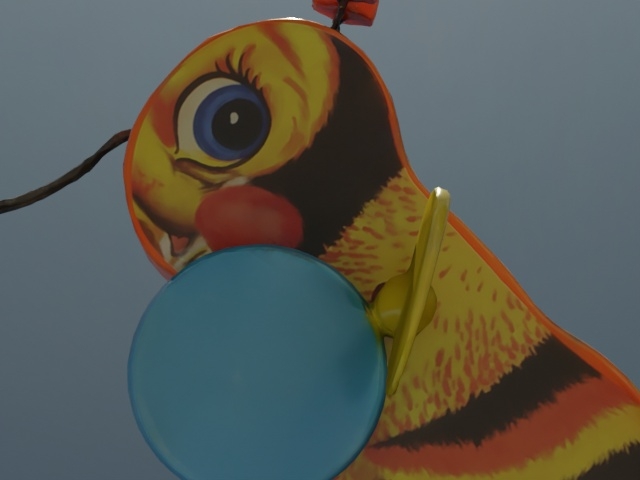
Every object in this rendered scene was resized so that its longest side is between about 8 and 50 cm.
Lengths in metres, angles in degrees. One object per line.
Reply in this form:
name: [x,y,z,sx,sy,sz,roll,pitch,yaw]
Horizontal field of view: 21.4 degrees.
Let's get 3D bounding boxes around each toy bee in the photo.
toy bee: [0.000,0.000,0.490,0.298,0.195,0.162,37,-97,-18]
